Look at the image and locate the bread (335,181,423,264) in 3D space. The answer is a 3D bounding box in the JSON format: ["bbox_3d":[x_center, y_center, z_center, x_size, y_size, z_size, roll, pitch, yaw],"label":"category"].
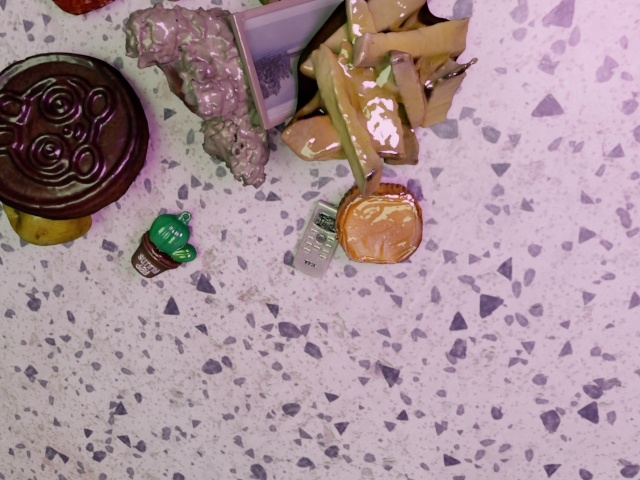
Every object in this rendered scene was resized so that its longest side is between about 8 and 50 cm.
[{"bbox_3d":[0.131,-0.043,1.209,0.199,0.104,0.199,1,111,3],"label":"bread"}]

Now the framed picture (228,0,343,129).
[{"bbox_3d":[-0.032,-0.366,1.053,0.016,0.289,0.213,13,127,45],"label":"framed picture"}]

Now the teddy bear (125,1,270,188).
[{"bbox_3d":[-0.208,-0.282,1.094,0.225,0.357,0.367,-8,107,5],"label":"teddy bear"}]

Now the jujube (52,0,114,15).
[{"bbox_3d":[-0.521,-0.578,1.203,0.176,0.109,0.112,-14,141,10],"label":"jujube"}]

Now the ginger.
[{"bbox_3d":[0.149,-0.279,1.005,0.358,0.211,0.413,30,100,-31],"label":"ginger"}]

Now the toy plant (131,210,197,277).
[{"bbox_3d":[-0.387,0.012,1.370,0.200,0.105,0.143,-40,103,11],"label":"toy plant"}]

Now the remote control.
[{"bbox_3d":[0.000,0.000,1.303,0.088,0.029,0.190,26,113,5],"label":"remote control"}]

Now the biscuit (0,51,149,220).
[{"bbox_3d":[-0.608,-0.250,1.245,0.408,0.091,0.407,0,83,1],"label":"biscuit"}]

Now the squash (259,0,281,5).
[{"bbox_3d":[-0.152,-0.608,1.071,0.252,0.093,0.169,51,138,-7],"label":"squash"}]

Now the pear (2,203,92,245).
[{"bbox_3d":[-0.684,-0.079,1.356,0.200,0.200,0.199,4,109,13],"label":"pear"}]
